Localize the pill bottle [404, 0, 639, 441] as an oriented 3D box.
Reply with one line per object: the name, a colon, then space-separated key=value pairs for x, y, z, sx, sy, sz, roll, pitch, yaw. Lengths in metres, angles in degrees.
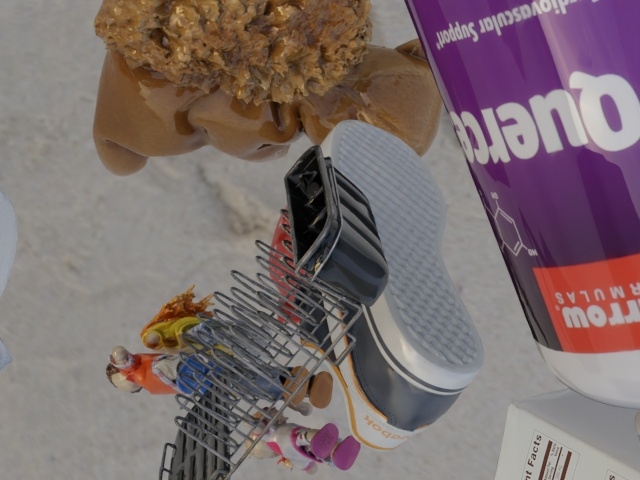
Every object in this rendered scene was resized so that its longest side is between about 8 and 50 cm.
pill bottle: x=0.152 y=-0.055 z=0.642 sx=0.181 sy=0.181 sz=0.323 roll=-25 pitch=99 yaw=-21

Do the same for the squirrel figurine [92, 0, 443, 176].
squirrel figurine: x=-0.044 y=-0.192 z=1.633 sx=0.370 sy=0.397 sz=0.281 roll=19 pitch=76 yaw=5

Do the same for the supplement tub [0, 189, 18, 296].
supplement tub: x=-0.474 y=-0.031 z=1.374 sx=0.241 sy=0.331 sz=0.241 roll=-50 pitch=156 yaw=-32

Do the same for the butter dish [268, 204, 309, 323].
butter dish: x=0.000 y=0.000 z=1.661 sx=0.118 sy=0.160 sz=0.160 roll=39 pitch=53 yaw=-42

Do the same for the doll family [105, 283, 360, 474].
doll family: x=-0.078 y=0.121 z=1.372 sx=0.263 sy=0.163 sz=0.118 roll=33 pitch=68 yaw=-33

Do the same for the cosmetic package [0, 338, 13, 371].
cosmetic package: x=-0.342 y=0.093 z=0.990 sx=0.184 sy=0.151 sz=0.151 roll=-37 pitch=92 yaw=24

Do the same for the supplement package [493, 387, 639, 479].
supplement package: x=0.225 y=0.181 z=0.819 sx=0.194 sy=0.203 sz=0.149 roll=-6 pitch=113 yaw=-42

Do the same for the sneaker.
sneaker: x=0.039 y=0.032 z=1.239 sx=0.126 sy=0.321 sz=0.127 roll=19 pitch=125 yaw=-22

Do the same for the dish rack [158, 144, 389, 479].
dish rack: x=-0.051 y=0.076 z=1.094 sx=0.074 sy=0.208 sz=0.271 roll=35 pitch=104 yaw=-13
